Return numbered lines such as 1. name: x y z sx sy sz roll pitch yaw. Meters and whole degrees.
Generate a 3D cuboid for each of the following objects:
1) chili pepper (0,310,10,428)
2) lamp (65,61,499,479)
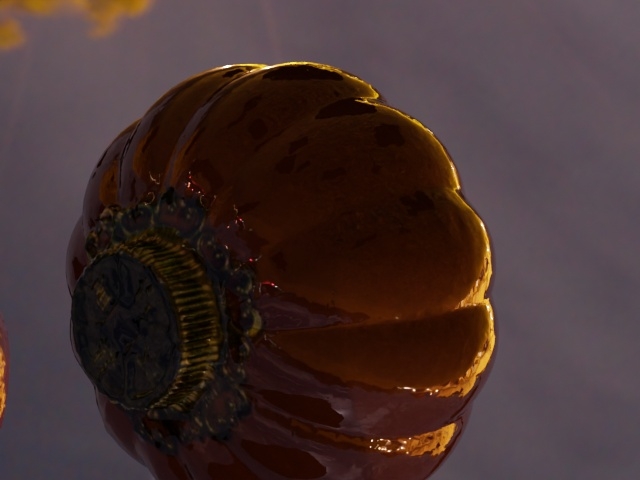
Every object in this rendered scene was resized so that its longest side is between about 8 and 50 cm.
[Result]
1. chili pepper: -0.336 0.123 1.689 0.135 0.131 0.338 31 -170 -18
2. lamp: -0.019 0.026 0.903 0.197 0.223 0.223 -11 -131 -46
